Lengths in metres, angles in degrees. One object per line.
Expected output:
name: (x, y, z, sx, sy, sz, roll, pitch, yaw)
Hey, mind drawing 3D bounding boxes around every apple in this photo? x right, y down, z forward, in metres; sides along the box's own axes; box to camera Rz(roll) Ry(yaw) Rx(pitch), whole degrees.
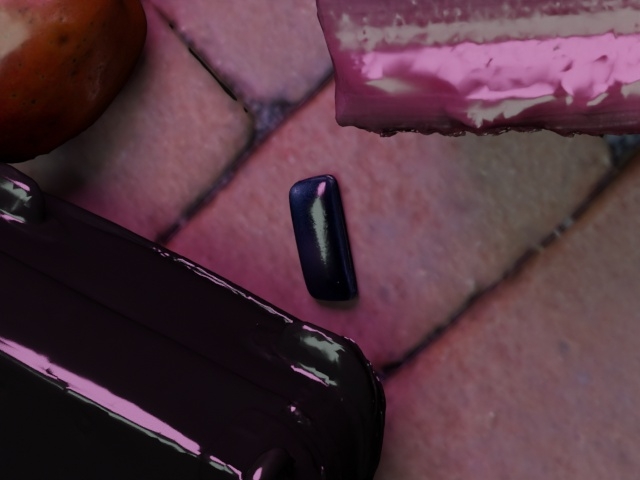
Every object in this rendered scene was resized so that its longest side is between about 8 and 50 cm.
apple: (-0.198, -0.138, 1.018, 0.158, 0.147, 0.156, -39, 67, 22)

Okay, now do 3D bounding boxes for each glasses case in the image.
glasses case: (0.000, 0.000, 1.040, 0.033, 0.023, 0.083, -7, 100, 20)

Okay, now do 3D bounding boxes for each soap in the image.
soap: (0.174, -0.128, 0.843, 0.325, 0.220, 0.127, 2, 108, 21)

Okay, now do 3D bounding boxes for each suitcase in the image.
suitcase: (-0.153, 0.159, 1.031, 0.345, 0.188, 0.339, 25, 124, 13)
